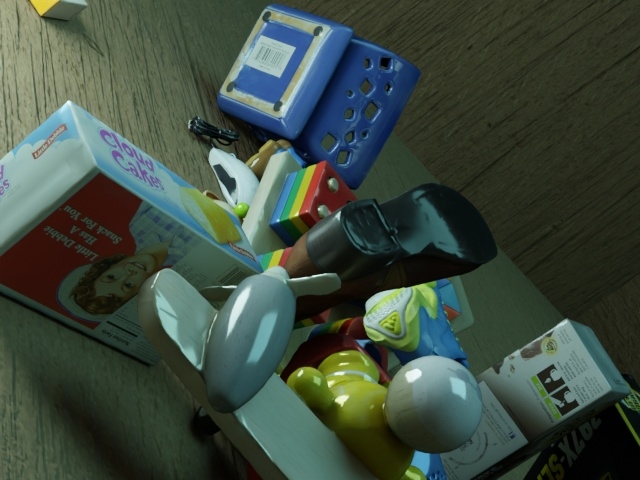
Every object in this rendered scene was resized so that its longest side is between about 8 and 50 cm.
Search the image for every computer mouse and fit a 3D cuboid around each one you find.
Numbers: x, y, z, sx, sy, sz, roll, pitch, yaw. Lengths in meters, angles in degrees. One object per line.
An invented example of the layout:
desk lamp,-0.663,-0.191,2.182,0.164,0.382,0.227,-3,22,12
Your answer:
computer mouse,-0.126,-0.108,1.977,0.106,0.042,0.193,27,29,-53

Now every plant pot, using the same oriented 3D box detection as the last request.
plant pot,-0.017,-0.252,2.219,0.236,0.236,0.212,27,-2,44

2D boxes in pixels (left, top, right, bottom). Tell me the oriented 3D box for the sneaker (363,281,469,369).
sneaker,0.113,0.108,1.558,0.126,0.091,0.240,56,16,0

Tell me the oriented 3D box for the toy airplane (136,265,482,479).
toy airplane,0.024,0.205,1.180,0.384,0.272,0.386,60,14,26

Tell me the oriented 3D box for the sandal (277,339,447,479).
sandal,0.074,0.225,1.472,0.317,0.138,0.126,44,7,21

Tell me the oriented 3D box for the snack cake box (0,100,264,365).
snack cake box,-0.189,0.003,1.235,0.264,0.152,0.089,37,20,-52

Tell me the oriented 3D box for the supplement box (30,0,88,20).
supplement box,-0.356,-0.327,1.781,0.062,0.036,0.098,53,13,4

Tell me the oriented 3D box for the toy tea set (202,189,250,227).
toy tea set,-0.047,0.017,1.751,0.200,0.124,0.336,57,14,18

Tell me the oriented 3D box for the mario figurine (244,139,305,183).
mario figurine,0.000,0.000,2.069,0.320,0.170,0.198,44,48,9

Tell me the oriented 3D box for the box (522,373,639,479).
box,0.409,0.391,1.958,0.079,0.322,0.257,5,40,-25

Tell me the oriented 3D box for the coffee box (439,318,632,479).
coffee box,0.263,0.239,1.863,0.119,0.297,0.168,59,14,18

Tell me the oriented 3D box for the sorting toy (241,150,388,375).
sorting toy,0.011,0.057,1.644,0.255,0.089,0.257,50,41,-31

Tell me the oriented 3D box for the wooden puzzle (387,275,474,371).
wooden puzzle,0.121,0.062,1.975,0.238,0.044,0.221,-26,101,-35

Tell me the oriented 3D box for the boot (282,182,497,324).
boot,0.021,0.055,1.410,0.264,0.280,0.096,-14,71,-49
